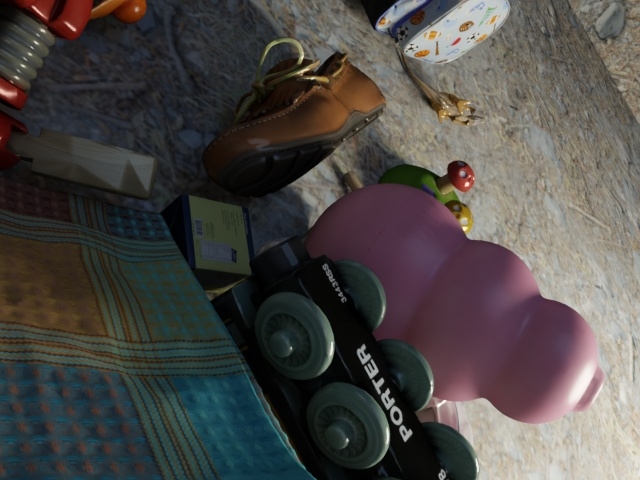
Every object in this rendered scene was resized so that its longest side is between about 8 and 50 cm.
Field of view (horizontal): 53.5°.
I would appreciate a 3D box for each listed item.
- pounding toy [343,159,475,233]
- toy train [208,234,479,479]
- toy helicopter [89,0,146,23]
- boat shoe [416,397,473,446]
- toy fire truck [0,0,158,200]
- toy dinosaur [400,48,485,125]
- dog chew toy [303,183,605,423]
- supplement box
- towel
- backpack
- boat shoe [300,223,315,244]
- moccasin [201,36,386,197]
[{"bbox_3d":[0.170,-0.052,0.957,0.237,0.110,0.183,-9,73,-48],"label":"pounding toy"},{"bbox_3d":[0.005,0.163,0.593,0.142,0.190,0.334,-28,89,-54],"label":"toy train"},{"bbox_3d":[-0.283,-0.274,0.650,0.235,0.140,0.355,37,55,-37],"label":"toy helicopter"},{"bbox_3d":[0.115,0.185,0.781,0.084,0.095,0.258,24,40,-29],"label":"boat shoe"},{"bbox_3d":[-0.245,-0.146,0.529,0.217,0.158,0.246,-65,153,-8],"label":"toy fire truck"},{"bbox_3d":[0.224,-0.264,1.199,0.211,0.064,0.112,35,14,-20],"label":"toy dinosaur"},{"bbox_3d":[0.138,0.076,0.687,0.332,0.206,0.206,29,35,21],"label":"dog chew toy"},{"bbox_3d":[-0.120,0.006,0.666,0.083,0.056,0.083,11,59,-41],"label":"supplement box"},{"bbox_3d":[-0.177,0.055,0.449,0.271,0.040,0.370,15,24,-41],"label":"towel"},{"bbox_3d":[0.230,-0.457,1.168,0.263,0.276,0.213,-17,84,-56],"label":"backpack"},{"bbox_3d":[0.000,0.000,0.801,0.038,0.046,0.125,53,43,-6],"label":"boat shoe"},{"bbox_3d":[-0.032,-0.167,0.800,0.147,0.139,0.380,53,40,-6],"label":"moccasin"}]
